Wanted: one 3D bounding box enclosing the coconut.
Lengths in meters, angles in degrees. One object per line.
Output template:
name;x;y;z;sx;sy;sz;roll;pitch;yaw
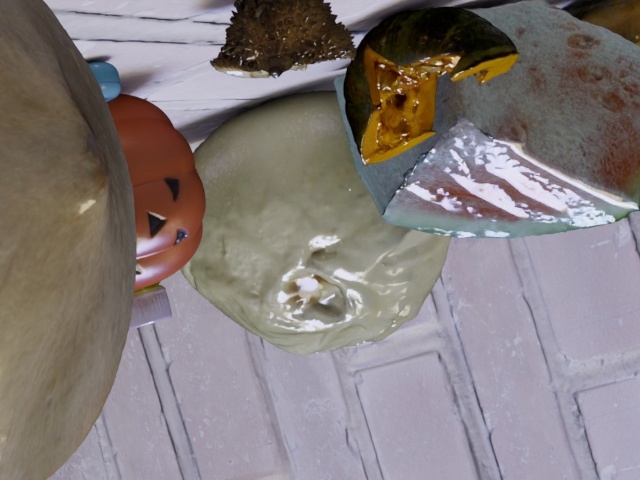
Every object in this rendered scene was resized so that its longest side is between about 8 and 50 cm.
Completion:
coconut;-0.219;-0.006;0.668;0.329;0.328;0.329;-16;179;0

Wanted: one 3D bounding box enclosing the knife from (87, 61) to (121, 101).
knife;-0.263;-0.108;1.234;0.244;0.032;0.058;-12;-177;36

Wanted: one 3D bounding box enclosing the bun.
bun;-0.003;0.004;1.784;0.364;0.364;0.202;-17;-139;8

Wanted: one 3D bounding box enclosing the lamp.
lamp;-0.185;-0.043;1.348;0.164;0.187;0.188;-17;179;-29

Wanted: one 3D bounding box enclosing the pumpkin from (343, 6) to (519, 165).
pumpkin;0.090;-0.162;1.380;0.183;0.107;0.119;-36;164;35

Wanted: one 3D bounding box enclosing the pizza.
pizza;0.321;-0.240;1.722;0.189;0.071;0.297;-17;179;-12

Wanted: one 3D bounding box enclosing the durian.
durian;-0.033;-0.152;1.071;0.110;0.071;0.140;-12;-168;5

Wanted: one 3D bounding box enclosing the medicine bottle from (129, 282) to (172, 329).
medicine bottle;-0.231;-0.004;1.683;0.122;0.212;0.122;-17;179;0

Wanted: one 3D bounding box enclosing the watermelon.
watermelon;0.179;-0.146;1.529;0.387;0.228;0.258;5;153;18
